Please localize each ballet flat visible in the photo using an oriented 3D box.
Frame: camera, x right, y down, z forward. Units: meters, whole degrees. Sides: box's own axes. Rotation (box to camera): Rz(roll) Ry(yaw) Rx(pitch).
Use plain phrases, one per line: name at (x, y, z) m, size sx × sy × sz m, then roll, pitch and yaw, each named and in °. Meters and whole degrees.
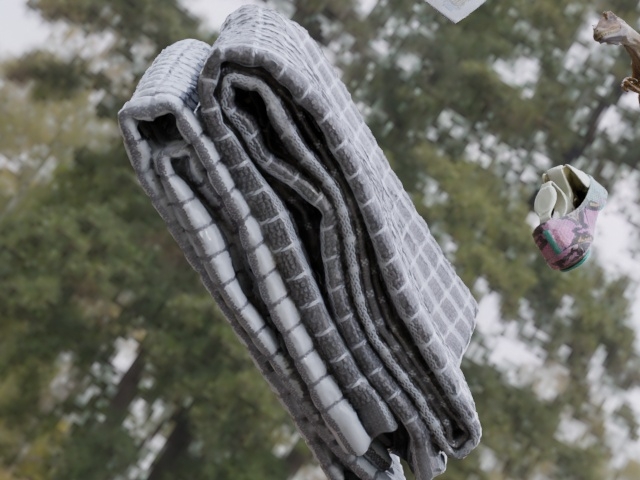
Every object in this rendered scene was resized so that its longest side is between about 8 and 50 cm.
ballet flat at (0.279, -0.039, 1.792) m, size 0.077 × 0.221 × 0.079 m, roll -29°, pitch -78°, yaw 24°

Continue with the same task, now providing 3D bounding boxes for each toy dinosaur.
toy dinosaur at (0.284, -0.115, 1.278) m, size 0.211 × 0.064 × 0.112 m, roll 48°, pitch 15°, yaw -51°

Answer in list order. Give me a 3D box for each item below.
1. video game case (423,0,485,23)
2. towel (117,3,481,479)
video game case at (0.055, -0.355, 1.571) m, size 0.270 × 0.061 × 0.244 m, roll 55°, pitch 12°, yaw 10°
towel at (0.000, 0.000, 0.946) m, size 0.284 × 0.121 × 0.235 m, roll 59°, pitch 6°, yaw -14°
